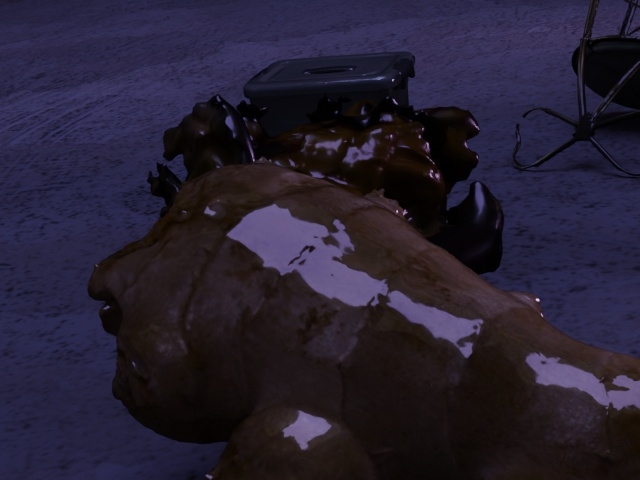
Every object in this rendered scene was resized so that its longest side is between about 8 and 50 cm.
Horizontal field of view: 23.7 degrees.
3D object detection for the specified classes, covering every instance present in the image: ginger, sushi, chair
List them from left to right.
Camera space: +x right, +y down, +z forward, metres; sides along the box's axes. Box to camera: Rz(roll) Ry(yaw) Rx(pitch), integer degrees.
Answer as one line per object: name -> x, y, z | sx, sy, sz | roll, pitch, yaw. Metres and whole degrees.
sushi -> 0.000, -0.007, 1.067 | 0.204, 0.200, 0.213 | -6, -1, -35
ginger -> 0.038, 0.081, 0.833 | 0.375, 0.166, 0.236 | 21, 41, 37
chair -> 0.325, -0.178, 1.560 | 0.160, 0.170, 0.325 | 9, 68, 30

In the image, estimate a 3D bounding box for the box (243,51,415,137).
box -> 0.015, -0.140, 1.615 | 0.172, 0.093, 0.124 | -1, 20, 18
